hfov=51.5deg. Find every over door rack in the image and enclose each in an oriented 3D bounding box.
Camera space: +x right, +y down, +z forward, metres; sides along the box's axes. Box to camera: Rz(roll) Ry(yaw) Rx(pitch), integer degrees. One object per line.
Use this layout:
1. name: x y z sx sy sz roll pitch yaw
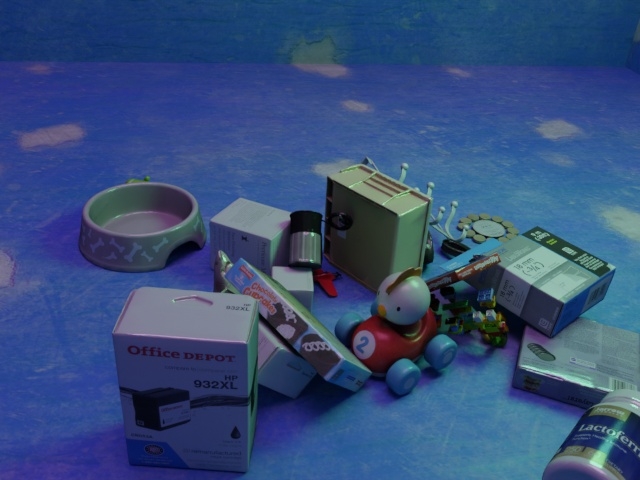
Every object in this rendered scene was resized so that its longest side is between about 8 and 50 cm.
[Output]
1. over door rack: 0.267 -0.136 1.904 0.239 0.108 0.324 32 8 -31

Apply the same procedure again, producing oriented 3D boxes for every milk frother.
1. milk frother: 0.000 0.000 1.637 0.143 0.135 0.129 -13 -22 39

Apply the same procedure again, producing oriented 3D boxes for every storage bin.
1. storage bin: 0.134 -0.025 1.704 0.123 0.263 0.260 -25 42 -35

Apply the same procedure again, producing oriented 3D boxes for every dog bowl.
1. dog bowl: -0.487 -0.050 1.819 0.348 0.102 0.349 3 31 -2

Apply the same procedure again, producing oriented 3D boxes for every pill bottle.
1. pill bottle: 0.518 0.386 1.187 0.153 0.153 0.264 26 37 31

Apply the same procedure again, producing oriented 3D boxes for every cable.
1. cable: 0.451 0.054 1.792 0.139 0.072 0.287 -10 36 -24

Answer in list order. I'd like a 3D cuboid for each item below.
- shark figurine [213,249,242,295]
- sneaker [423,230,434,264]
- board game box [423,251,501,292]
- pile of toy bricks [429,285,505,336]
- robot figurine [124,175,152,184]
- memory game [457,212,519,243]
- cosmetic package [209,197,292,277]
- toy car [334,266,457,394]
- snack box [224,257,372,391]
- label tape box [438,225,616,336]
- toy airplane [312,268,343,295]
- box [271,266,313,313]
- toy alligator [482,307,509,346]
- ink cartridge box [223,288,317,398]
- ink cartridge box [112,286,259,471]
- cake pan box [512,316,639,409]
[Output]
1. shark figurine: -0.250 0.180 1.510 0.116 0.166 0.278 -10 43 26
2. sneaker: 0.213 -0.004 1.851 0.130 0.109 0.286 -19 30 -18
3. board game box: 0.278 0.098 1.564 0.145 0.281 0.027 -21 84 -34
4. pile of toy bricks: 0.333 0.180 1.547 0.212 0.105 0.118 -13 41 35
5. robot figurine: -0.544 -0.149 2.003 0.115 0.067 0.101 11 44 12
6. memory game: 0.506 -0.033 2.001 0.186 0.012 0.186 4 31 -2
7. cosmetic package: -0.170 0.004 1.722 0.183 0.151 0.151 16 33 21
8. toy car: 0.159 0.155 1.416 0.210 0.238 0.219 -26 43 -26
9. snack box: -0.046 0.175 1.377 0.060 0.187 0.322 -48 62 -1
10. label tape box: 0.496 0.064 1.617 0.240 0.106 0.333 -22 43 -37
11. toy airplane: -0.016 0.097 1.708 0.151 0.028 0.151 3 30 -2
12. box: -0.071 0.125 1.598 0.101 0.087 0.101 1 32 -4
13. toy alligator: 0.418 0.197 1.582 0.051 0.056 0.190 44 26 -17
14. ink cartridge box: -0.122 0.214 1.373 0.212 0.093 0.154 38 1 42
15. ink cartridge box: -0.226 0.249 1.166 0.222 0.308 0.129 4 31 1
16. cake pan box: 0.577 0.264 1.475 0.266 0.070 0.246 14 35 15
